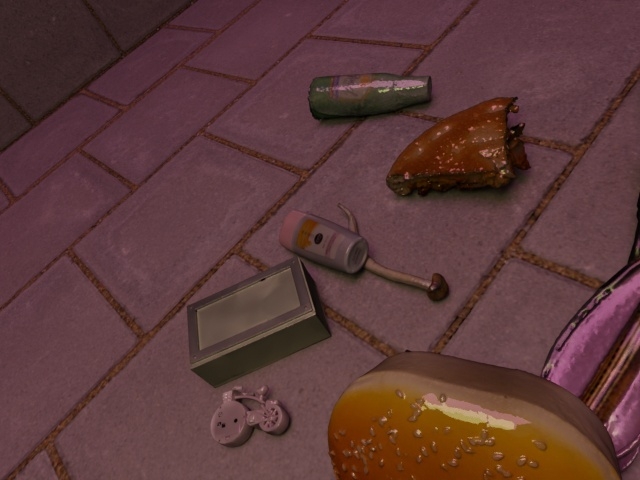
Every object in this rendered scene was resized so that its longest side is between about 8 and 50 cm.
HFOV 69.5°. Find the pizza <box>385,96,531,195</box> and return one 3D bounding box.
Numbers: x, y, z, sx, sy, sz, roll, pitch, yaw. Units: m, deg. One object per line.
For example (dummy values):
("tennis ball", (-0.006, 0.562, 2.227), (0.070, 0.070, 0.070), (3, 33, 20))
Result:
("pizza", (0.276, -0.153, 0.855), (0.289, 0.081, 0.229), (-36, 39, -4))

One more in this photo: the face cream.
("face cream", (0.000, 0.000, 0.864), (0.198, 0.057, 0.084), (21, 89, 45))

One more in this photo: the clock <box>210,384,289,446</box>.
("clock", (-0.109, 0.269, 0.714), (0.129, 0.041, 0.087), (-15, 50, 21))

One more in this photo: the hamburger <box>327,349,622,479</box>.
("hamburger", (0.151, 0.236, 0.487), (0.295, 0.227, 0.151), (5, 31, 34))

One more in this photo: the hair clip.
("hair clip", (0.373, 0.112, 0.559), (0.110, 0.095, 0.359), (33, 90, 16))

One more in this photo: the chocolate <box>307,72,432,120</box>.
("chocolate", (0.117, -0.351, 1.103), (0.291, 0.110, 0.110), (3, 54, 27))

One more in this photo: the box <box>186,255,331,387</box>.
("box", (-0.110, 0.139, 0.797), (0.225, 0.086, 0.129), (-25, 45, 5))

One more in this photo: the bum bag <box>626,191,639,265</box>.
("bum bag", (0.512, -0.038, 0.637), (0.137, 0.074, 0.310), (8, 70, 31))

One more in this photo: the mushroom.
("mushroom", (0.103, 0.021, 0.827), (0.068, 0.043, 0.306), (-32, 43, -19))
